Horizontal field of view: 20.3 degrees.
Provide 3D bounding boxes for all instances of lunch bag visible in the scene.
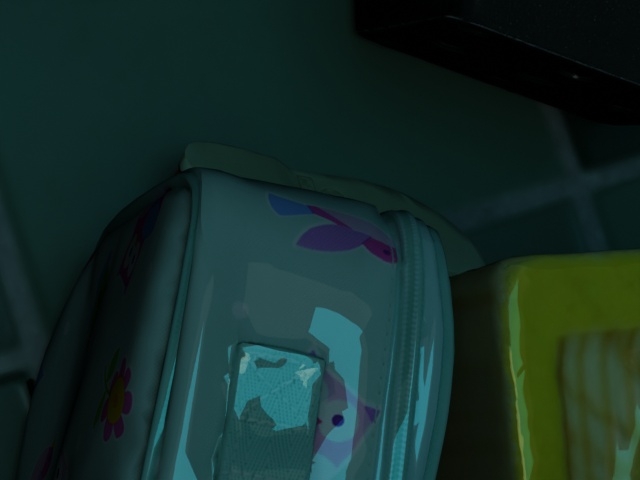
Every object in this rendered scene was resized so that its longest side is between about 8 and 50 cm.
[{"bbox_3d":[-0.041,0.124,0.590,0.107,0.224,0.279,13,77,-17],"label":"lunch bag"}]

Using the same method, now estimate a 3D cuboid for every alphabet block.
[{"bbox_3d":[0.118,0.107,0.662,0.192,0.197,0.194,-4,83,-20],"label":"alphabet block"}]

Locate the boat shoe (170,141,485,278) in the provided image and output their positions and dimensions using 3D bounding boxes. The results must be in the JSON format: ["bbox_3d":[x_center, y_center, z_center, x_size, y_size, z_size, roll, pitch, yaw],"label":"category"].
[{"bbox_3d":[0.000,0.000,0.721,0.137,0.049,0.043,16,119,-19],"label":"boat shoe"}]

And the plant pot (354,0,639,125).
[{"bbox_3d":[0.109,-0.143,0.714,0.188,0.187,0.167,19,88,-16],"label":"plant pot"}]
